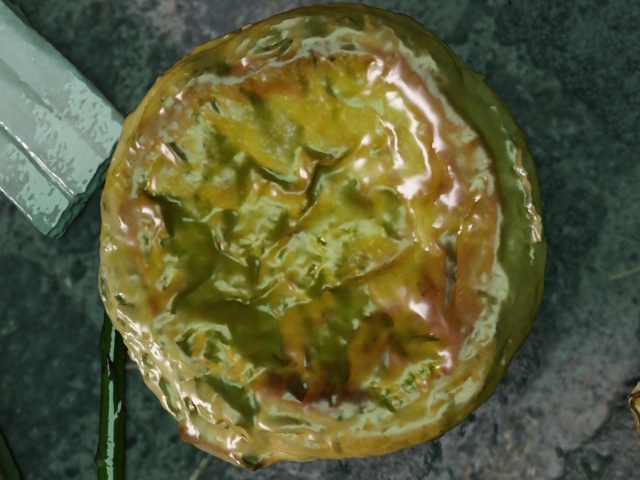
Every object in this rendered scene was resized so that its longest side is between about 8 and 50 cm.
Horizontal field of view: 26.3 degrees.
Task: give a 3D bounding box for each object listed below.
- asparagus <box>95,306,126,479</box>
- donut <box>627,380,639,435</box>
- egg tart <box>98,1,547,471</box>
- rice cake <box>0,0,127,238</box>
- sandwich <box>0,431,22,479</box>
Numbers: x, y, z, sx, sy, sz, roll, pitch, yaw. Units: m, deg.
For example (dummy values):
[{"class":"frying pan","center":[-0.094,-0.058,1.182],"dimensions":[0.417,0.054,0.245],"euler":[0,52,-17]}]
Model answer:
[{"class":"asparagus","center":[-0.157,0.097,1.051],"dimensions":[0.025,0.024,0.248],"euler":[4,86,-39]},{"class":"donut","center":[0.334,0.127,0.985],"dimensions":[0.217,0.085,0.141],"euler":[-15,87,4]},{"class":"egg tart","center":[0.000,-0.004,0.994],"dimensions":[0.341,0.129,0.341],"euler":[0,88,5]},{"class":"rice cake","center":[-0.247,-0.113,1.060],"dimensions":[0.211,0.038,0.124],"euler":[39,91,5]},{"class":"sandwich","center":[-0.309,0.131,0.993],"dimensions":[0.227,0.155,0.198],"euler":[8,88,4]}]
